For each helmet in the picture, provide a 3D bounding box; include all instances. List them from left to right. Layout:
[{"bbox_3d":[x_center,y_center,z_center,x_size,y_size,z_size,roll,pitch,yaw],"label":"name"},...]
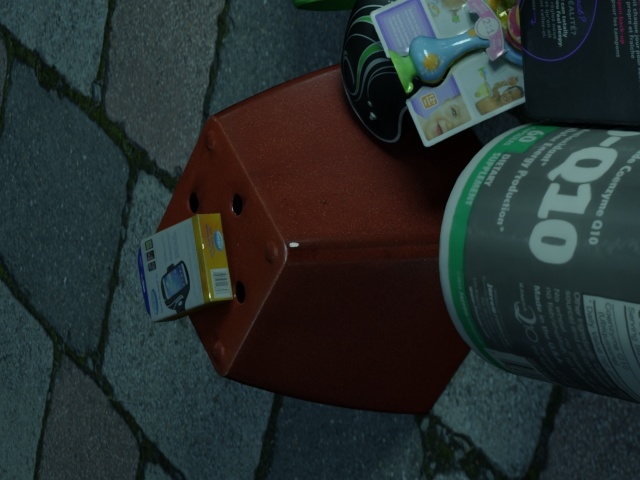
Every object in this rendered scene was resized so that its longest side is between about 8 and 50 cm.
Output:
[{"bbox_3d":[0.105,-0.174,1.599,0.161,0.169,0.169,-41,60,57],"label":"helmet"}]

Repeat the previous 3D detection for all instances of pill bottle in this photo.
[{"bbox_3d":[0.268,0.022,1.280,0.361,0.204,0.204,9,101,54],"label":"pill bottle"}]

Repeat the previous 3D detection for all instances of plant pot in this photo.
[{"bbox_3d":[0.000,0.000,1.705,0.267,0.235,0.267,60,139,32],"label":"plant pot"}]

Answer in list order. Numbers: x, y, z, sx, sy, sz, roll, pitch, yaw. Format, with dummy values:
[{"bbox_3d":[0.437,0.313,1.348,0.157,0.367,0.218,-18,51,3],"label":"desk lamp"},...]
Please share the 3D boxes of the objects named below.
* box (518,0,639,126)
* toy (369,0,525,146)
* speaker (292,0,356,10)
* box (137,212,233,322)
[{"bbox_3d":[0.282,-0.170,1.291,0.270,0.143,0.165,10,109,55],"label":"box"},{"bbox_3d":[0.165,-0.188,1.471,0.237,0.056,0.137,-25,67,10],"label":"toy"},{"bbox_3d":[0.017,-0.376,1.736,0.131,0.131,0.297,-3,91,56],"label":"speaker"},{"bbox_3d":[-0.128,0.028,1.665,0.136,0.028,0.081,-21,76,58],"label":"box"}]
